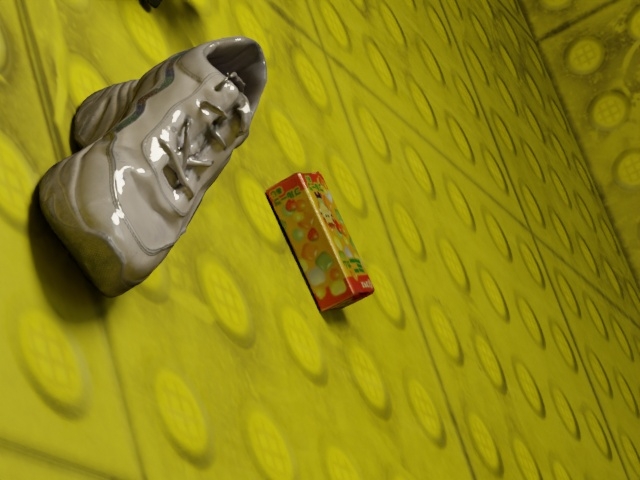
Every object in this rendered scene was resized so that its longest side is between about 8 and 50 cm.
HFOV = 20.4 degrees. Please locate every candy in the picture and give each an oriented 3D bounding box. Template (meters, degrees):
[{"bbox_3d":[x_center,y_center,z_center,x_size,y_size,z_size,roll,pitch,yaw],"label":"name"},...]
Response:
[{"bbox_3d":[0.000,0.000,1.568,0.122,0.038,0.062,65,17,7],"label":"candy"}]

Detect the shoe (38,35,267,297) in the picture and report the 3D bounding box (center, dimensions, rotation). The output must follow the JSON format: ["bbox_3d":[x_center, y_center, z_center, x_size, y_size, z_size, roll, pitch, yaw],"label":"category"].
[{"bbox_3d":[-0.104,-0.058,1.190,0.095,0.138,0.245,51,20,-21],"label":"shoe"}]

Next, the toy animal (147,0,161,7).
[{"bbox_3d":[-0.100,-0.261,1.483,0.114,0.146,0.245,64,16,8],"label":"toy animal"}]
